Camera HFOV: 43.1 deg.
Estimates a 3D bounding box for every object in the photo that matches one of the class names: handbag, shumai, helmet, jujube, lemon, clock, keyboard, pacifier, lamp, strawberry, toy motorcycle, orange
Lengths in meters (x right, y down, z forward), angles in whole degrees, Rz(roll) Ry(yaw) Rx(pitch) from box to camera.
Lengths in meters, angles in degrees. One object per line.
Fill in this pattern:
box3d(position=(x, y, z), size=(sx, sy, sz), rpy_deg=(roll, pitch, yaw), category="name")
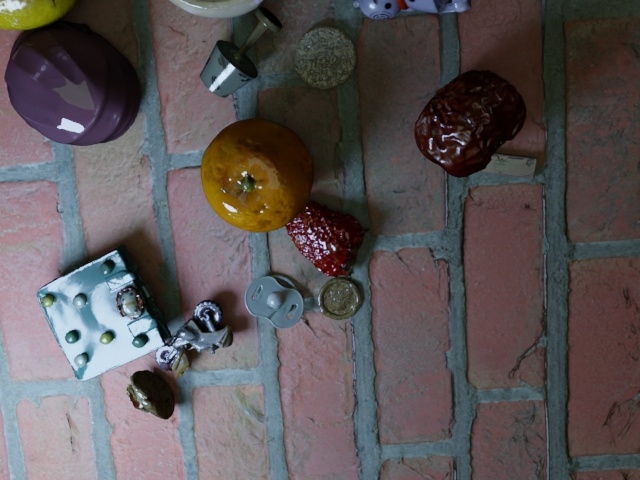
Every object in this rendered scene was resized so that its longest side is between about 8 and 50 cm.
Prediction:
box3d(position=(-0.534, 0.181, 1.967), size=(0.274, 0.100, 0.269), rpy_deg=(-24, 92, 18), category="handbag")
box3d(position=(-0.429, 0.400, 2.034), size=(0.139, 0.123, 0.105), rpy_deg=(27, 113, -16), category="shumai")
box3d(position=(-0.588, -0.353, 1.844), size=(0.338, 0.197, 0.271), rpy_deg=(35, 104, -5), category="helmet")
box3d(position=(0.327, -0.263, 1.806), size=(0.213, 0.213, 0.232), rpy_deg=(40, 93, -5), category="jujube")
box3d(position=(-0.656, -0.584, 1.772), size=(0.310, 0.253, 0.254), rpy_deg=(0, 102, 1), category="lemon")
box3d(position=(0.192, -0.568, 1.788), size=(0.253, 0.189, 0.189), rpy_deg=(-7, 102, 20), category="clock")
box3d(position=(0.427, -0.182, 1.919), size=(0.165, 0.017, 0.055), rpy_deg=(7, 107, 1), category="keyboard")
box3d(position=(-0.105, 0.141, 1.965), size=(0.150, 0.116, 0.127), rpy_deg=(34, 76, -1), category="pacifier")
box3d(position=(-0.177, -0.426, 1.841), size=(0.121, 0.121, 0.214), rpy_deg=(43, 112, -6), category="lamp")
box3d(position=(0.001, 0.002, 1.942), size=(0.208, 0.087, 0.167), rpy_deg=(18, 103, 1), category="strawberry")
box3d(position=(-0.305, 0.256, 2.008), size=(0.130, 0.094, 0.229), rpy_deg=(41, 106, -7), category="toy motorcycle")
box3d(position=(-0.144, -0.148, 1.845), size=(0.261, 0.261, 0.261), rpy_deg=(1, 102, 3), category="orange")

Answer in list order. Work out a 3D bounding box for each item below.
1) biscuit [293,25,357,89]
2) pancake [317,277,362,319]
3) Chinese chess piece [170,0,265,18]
box3d(position=(0.011, -0.424, 1.886), size=(0.152, 0.020, 0.152), rpy_deg=(0, 101, 2), category="biscuit")
box3d(position=(0.048, 0.145, 2.008), size=(0.114, 0.011, 0.115), rpy_deg=(1, 104, 3), category="pancake")
box3d(position=(-0.229, -0.662, 1.788), size=(0.337, 0.140, 0.338), rpy_deg=(1, 102, 3), category="Chinese chess piece")
